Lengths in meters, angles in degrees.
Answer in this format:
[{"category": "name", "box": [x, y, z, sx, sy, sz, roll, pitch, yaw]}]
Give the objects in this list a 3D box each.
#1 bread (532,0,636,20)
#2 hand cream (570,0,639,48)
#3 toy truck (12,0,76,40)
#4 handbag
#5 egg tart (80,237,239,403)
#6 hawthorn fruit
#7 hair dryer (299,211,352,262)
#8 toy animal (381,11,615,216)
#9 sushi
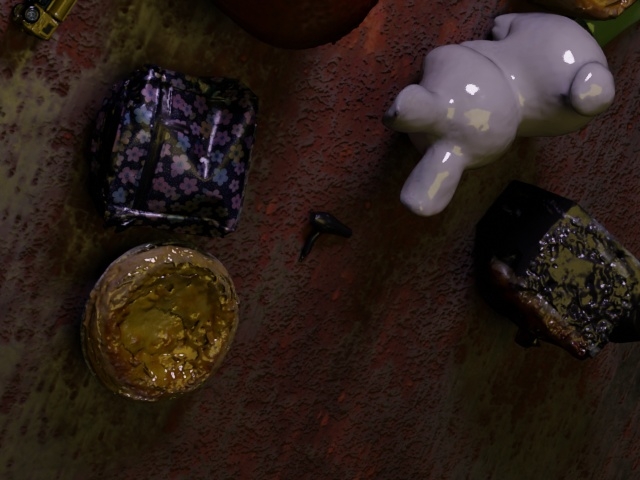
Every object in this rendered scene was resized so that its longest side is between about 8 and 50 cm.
[{"category": "bread", "box": [0.409, -0.454, 1.943, 0.253, 0.142, 0.227, -39, 120, -11]}, {"category": "hand cream", "box": [0.447, -0.350, 2.047, 0.175, 0.046, 0.095, -41, 118, -21]}, {"category": "toy truck", "box": [-0.344, -0.291, 1.622, 0.054, 0.049, 0.083, 36, 83, -32]}, {"category": "handbag", "box": [-0.196, -0.113, 1.706, 0.208, 0.127, 0.228, 9, 99, -24]}, {"category": "egg tart", "box": [-0.223, 0.109, 1.771, 0.234, 0.094, 0.234, -9, 108, -30]}, {"category": "hawthorn fruit", "box": [-0.042, -0.402, 1.638, 0.311, 0.295, 0.295, 43, 81, -11]}, {"category": "hair dryer", "box": [0.000, 0.000, 1.910, 0.079, 0.031, 0.083, 26, 104, -40]}, {"category": "toy animal", "box": [0.241, -0.187, 1.861, 0.368, 0.241, 0.196, -26, 113, -21]}, {"category": "sushi", "box": [0.368, 0.067, 2.014, 0.212, 0.215, 0.227, -51, 121, -8]}]
